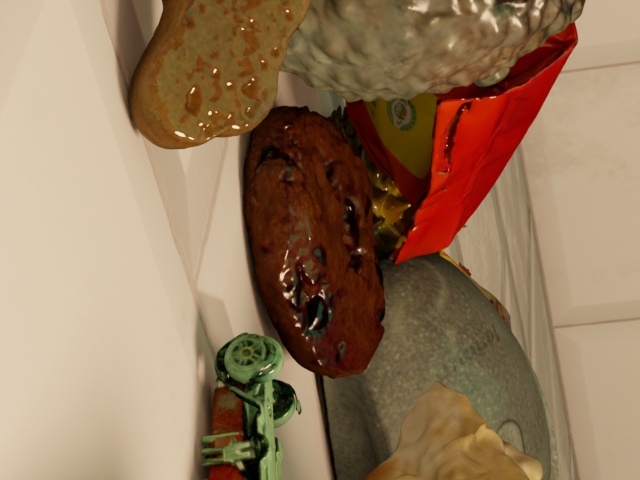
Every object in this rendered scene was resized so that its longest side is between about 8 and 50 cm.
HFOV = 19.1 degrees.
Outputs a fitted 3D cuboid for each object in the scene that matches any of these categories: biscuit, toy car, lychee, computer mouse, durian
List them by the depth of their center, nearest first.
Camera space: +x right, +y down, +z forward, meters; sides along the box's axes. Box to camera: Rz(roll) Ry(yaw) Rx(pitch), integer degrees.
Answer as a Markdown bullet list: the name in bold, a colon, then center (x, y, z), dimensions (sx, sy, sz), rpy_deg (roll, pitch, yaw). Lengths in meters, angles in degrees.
- **biscuit**: center (-0.043, -0.204, 1.030), dimensions (0.047, 0.183, 0.320), rpy_deg (-3, -101, 59)
- **toy car**: center (-0.039, 0.126, 1.066), dimensions (0.073, 0.054, 0.143), rpy_deg (69, 14, -57)
- **lychee**: center (0.051, -0.215, 1.199), dimensions (0.255, 0.255, 0.274), rpy_deg (-77, 147, -60)
- **biscuit**: center (0.000, 0.000, 1.295), dimensions (0.192, 0.049, 0.192), rpy_deg (44, 39, -51)
- **computer mouse**: center (0.101, 0.186, 1.454), dimensions (0.203, 0.114, 0.374), rpy_deg (-39, 123, -46)
- **durian**: center (0.046, -0.034, 1.552), dimensions (0.252, 0.144, 0.139), rpy_deg (-93, -152, -51)

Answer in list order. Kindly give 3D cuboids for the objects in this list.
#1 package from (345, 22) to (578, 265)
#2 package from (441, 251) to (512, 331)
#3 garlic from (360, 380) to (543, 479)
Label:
- **package**: center (0.084, -0.204, 1.445), dimensions (0.196, 0.123, 0.424), rpy_deg (114, -27, -53)
- **package**: center (0.120, 0.137, 1.742), dimensions (0.223, 0.108, 0.288), rpy_deg (45, 42, -70)
- **garlic**: center (0.096, 0.273, 1.138), dimensions (0.249, 0.286, 0.313), rpy_deg (-29, 121, -29)
